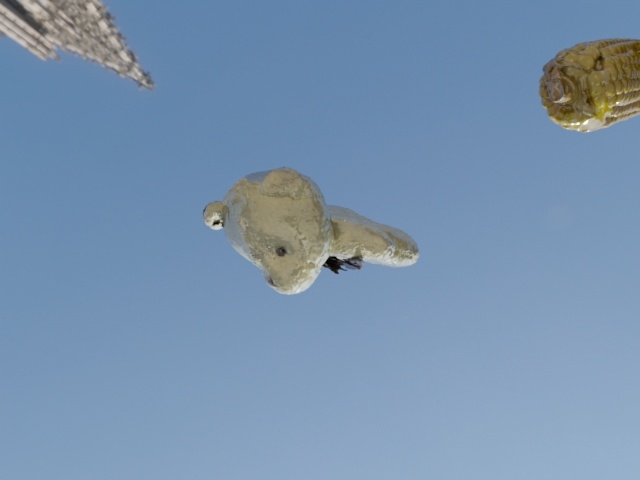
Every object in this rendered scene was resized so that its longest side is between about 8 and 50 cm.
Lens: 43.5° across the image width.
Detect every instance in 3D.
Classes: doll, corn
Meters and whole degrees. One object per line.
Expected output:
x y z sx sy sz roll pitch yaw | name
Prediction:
0.003 0.001 0.990 0.175 0.278 0.149 -24 -114 42 | doll
0.329 -0.178 0.896 0.097 0.262 0.097 17 -66 42 | corn
